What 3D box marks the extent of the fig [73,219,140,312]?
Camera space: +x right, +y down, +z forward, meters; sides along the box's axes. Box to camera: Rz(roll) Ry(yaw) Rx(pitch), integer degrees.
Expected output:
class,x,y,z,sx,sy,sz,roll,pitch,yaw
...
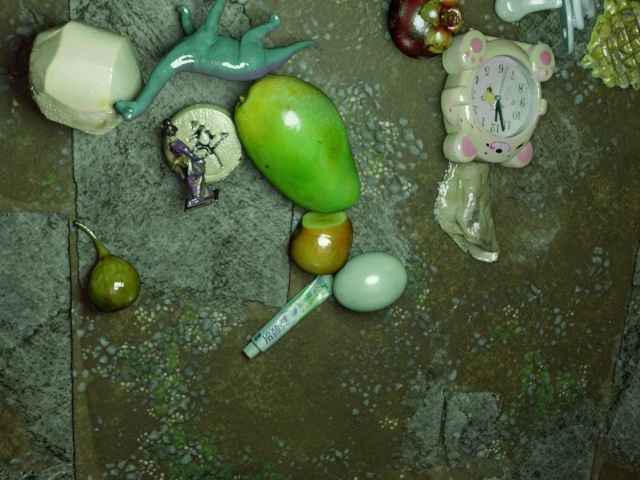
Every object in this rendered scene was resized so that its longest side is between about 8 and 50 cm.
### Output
class,x,y,z,sx,sy,sz,roll,pitch,yaw
fig,-0.510,0.055,1.465,0.124,0.124,0.236,-29,84,-4

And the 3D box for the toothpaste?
class,x,y,z,sx,sy,sz,roll,pitch,yaw
toothpaste,-0.078,0.193,1.612,0.297,0.048,0.075,-42,106,-4

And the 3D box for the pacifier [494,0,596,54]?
class,x,y,z,sx,sy,sz,roll,pitch,yaw
pacifier,0.529,-0.576,1.487,0.225,0.238,0.287,-10,106,21

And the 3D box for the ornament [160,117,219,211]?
class,x,y,z,sx,sy,sz,roll,pitch,yaw
ornament,-0.293,-0.174,1.377,0.088,0.081,0.203,-21,106,-1

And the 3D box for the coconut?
class,x,y,z,sx,sy,sz,roll,pitch,yaw
coconut,-0.474,-0.334,1.297,0.241,0.241,0.241,-3,104,-12

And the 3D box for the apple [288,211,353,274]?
class,x,y,z,sx,sy,sz,roll,pitch,yaw
apple,0.001,0.002,1.529,0.147,0.146,0.163,15,102,-11

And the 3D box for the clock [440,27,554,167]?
class,x,y,z,sx,sy,sz,roll,pitch,yaw
clock,0.423,-0.338,1.531,0.283,0.114,0.310,2,95,-23

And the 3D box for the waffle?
class,x,y,z,sx,sy,sz,roll,pitch,yaw
waffle,0.793,-0.506,1.625,0.203,0.054,0.224,17,99,-16

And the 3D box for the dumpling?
class,x,y,z,sx,sy,sz,roll,pitch,yaw
dumpling,0.385,-0.085,1.626,0.166,0.086,0.332,-15,102,-11

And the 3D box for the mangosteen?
class,x,y,z,sx,sy,sz,roll,pitch,yaw
mangosteen,0.248,-0.508,1.430,0.199,0.200,0.200,-3,104,-12

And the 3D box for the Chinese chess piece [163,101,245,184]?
class,x,y,z,sx,sy,sz,roll,pitch,yaw
Chinese chess piece,-0.267,-0.222,1.446,0.188,0.083,0.189,-3,108,-10

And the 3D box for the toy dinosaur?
class,x,y,z,sx,sy,sz,roll,pitch,yaw
toy dinosaur,-0.203,-0.345,1.324,0.383,0.129,0.331,14,67,-14

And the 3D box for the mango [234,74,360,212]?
class,x,y,z,sx,sy,sz,roll,pitch,yaw
mango,-0.036,-0.212,1.435,0.225,0.201,0.382,-42,120,-1

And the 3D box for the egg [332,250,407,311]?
class,x,y,z,sx,sy,sz,roll,pitch,yaw
egg,0.124,0.104,1.577,0.192,0.149,0.150,-14,106,-4
